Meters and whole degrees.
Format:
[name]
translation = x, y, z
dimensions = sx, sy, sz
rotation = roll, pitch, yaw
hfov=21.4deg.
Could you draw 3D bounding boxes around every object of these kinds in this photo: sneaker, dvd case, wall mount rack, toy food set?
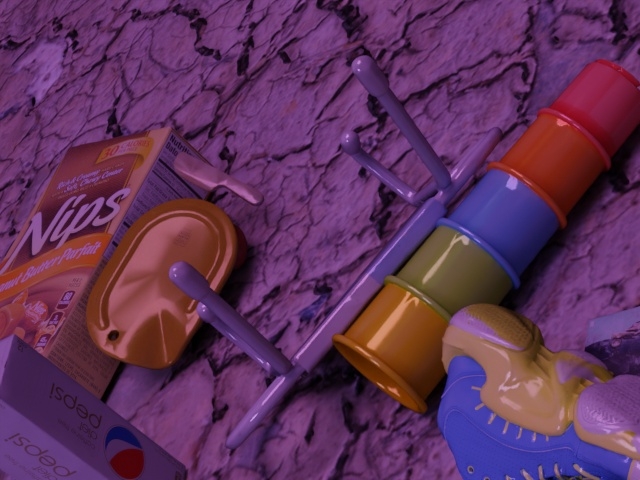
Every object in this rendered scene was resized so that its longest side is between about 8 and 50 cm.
[sneaker]
translation = 0.170, 0.143, 1.169
dimensions = 0.240, 0.091, 0.126
rotation = 36, 116, 44
[dvd case]
translation = 0.239, 0.079, 1.204
dimensions = 0.119, 0.013, 0.087
rotation = -17, 42, 36
[wall mount rack]
translation = 0.000, 0.000, 1.360
dimensions = 0.350, 0.130, 0.304
rotation = -50, -2, -7
[toy food set]
translation = -0.132, 0.034, 1.637
dimensions = 0.128, 0.071, 0.218
rotation = 20, 69, 30

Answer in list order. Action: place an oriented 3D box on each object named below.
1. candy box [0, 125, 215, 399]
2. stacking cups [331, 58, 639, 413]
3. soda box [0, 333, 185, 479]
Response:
[candy box]
translation = -0.249, 0.038, 1.735
dimensions = 0.183, 0.087, 0.316
rotation = -6, 49, 45
[stacking cups]
translation = 0.141, -0.014, 1.340
dimensions = 0.316, 0.096, 0.096
rotation = -51, 32, -8
[soda box]
translation = -0.213, 0.173, 1.423
dimensions = 0.074, 0.216, 0.069
rotation = -25, 39, 30
